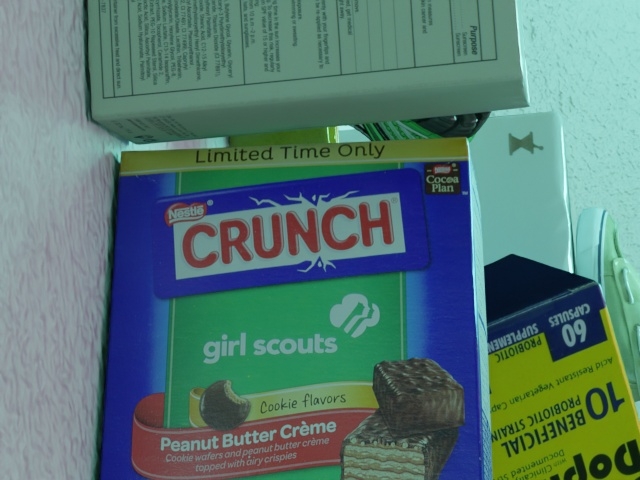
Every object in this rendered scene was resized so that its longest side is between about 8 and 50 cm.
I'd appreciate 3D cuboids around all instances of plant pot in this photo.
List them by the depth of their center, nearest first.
[{"bbox_3d":[-0.033,-0.106,1.543,0.134,0.095,0.134,-3,90,-79],"label":"plant pot"}]

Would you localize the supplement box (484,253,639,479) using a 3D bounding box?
[{"bbox_3d":[0.187,0.219,1.426,0.195,0.194,0.356,-156,-134,-72],"label":"supplement box"}]

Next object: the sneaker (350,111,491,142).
[{"bbox_3d":[0.012,-0.194,1.472,0.343,0.134,0.146,50,-38,17],"label":"sneaker"}]

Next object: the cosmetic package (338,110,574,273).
[{"bbox_3d":[0.182,0.063,2.022,0.393,0.327,0.329,64,24,-66],"label":"cosmetic package"}]

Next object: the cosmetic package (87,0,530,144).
[{"bbox_3d":[-0.008,-0.167,1.097,0.113,0.309,0.160,36,52,-78],"label":"cosmetic package"}]

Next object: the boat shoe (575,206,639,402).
[{"bbox_3d":[0.369,0.084,1.868,0.109,0.094,0.302,73,16,-50],"label":"boat shoe"}]

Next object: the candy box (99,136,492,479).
[{"bbox_3d":[-0.013,0.090,1.094,0.122,0.268,0.317,74,15,-64],"label":"candy box"}]
